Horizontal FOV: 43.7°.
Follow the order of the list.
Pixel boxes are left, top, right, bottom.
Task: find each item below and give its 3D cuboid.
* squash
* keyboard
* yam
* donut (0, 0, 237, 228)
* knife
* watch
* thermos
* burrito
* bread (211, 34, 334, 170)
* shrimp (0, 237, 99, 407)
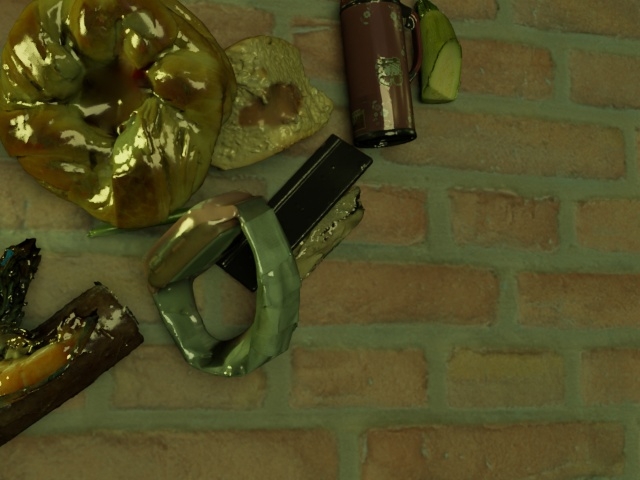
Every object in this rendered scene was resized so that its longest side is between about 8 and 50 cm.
[{"bbox_3d":[0.210,-0.352,1.432,0.090,0.075,0.200,-5,86,-25],"label":"squash"},{"bbox_3d":[-0.045,-0.053,1.337,0.101,0.018,0.309,35,73,21],"label":"keyboard"},{"bbox_3d":[-0.399,0.185,1.175,0.280,0.131,0.131,-38,96,-15],"label":"yam"},{"bbox_3d":[-0.295,-0.198,1.163,0.361,0.170,0.360,3,106,10],"label":"donut"},{"bbox_3d":[-0.282,-0.029,1.281,0.184,0.026,0.022,-13,92,-20],"label":"knife"},{"bbox_3d":[-0.138,0.080,1.209,0.241,0.253,0.162,53,31,7],"label":"watch"},{"bbox_3d":[0.107,-0.334,1.376,0.137,0.109,0.330,-7,86,8],"label":"thermos"},{"bbox_3d":[-0.002,-0.002,1.347,0.063,0.058,0.229,43,72,-4],"label":"burrito"},{"bbox_3d":[-0.124,-0.222,1.321,0.211,0.224,0.183,-23,100,24],"label":"bread"},{"bbox_3d":[-0.407,0.102,1.123,0.222,0.054,0.290,-11,49,15],"label":"shrimp"}]
